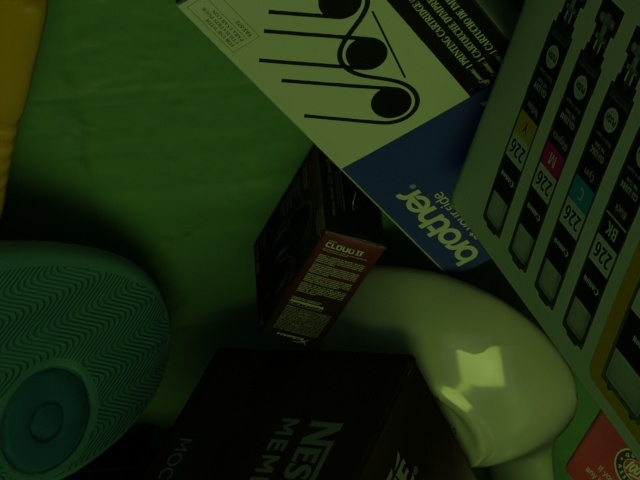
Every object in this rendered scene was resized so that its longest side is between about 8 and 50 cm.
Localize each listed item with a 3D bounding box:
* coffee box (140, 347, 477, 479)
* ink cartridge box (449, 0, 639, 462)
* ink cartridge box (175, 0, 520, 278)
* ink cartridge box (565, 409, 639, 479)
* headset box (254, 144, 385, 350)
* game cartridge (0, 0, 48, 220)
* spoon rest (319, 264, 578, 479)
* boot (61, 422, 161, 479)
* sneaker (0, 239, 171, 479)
[{"bbox_3d":[0.020,0.212,0.775,0.119,0.168,0.297,0,135,34],"label":"coffee box"},{"bbox_3d":[0.176,0.018,0.540,0.130,0.309,0.271,4,121,-25],"label":"ink cartridge box"},{"bbox_3d":[0.039,-0.073,0.667,0.097,0.046,0.207,-28,132,22],"label":"ink cartridge box"},{"bbox_3d":[0.236,0.070,0.717,0.092,0.158,0.218,-10,135,-47],"label":"ink cartridge box"},{"bbox_3d":[0.000,0.000,0.724,0.032,0.062,0.083,15,132,-20],"label":"headset box"},{"bbox_3d":[-0.234,-0.144,0.566,0.285,0.052,0.323,9,132,-14],"label":"game cartridge"},{"bbox_3d":[0.079,0.108,0.824,0.137,0.084,0.276,9,138,28],"label":"spoon rest"},{"bbox_3d":[-0.097,0.149,0.826,0.099,0.121,0.045,8,131,-22],"label":"boot"},{"bbox_3d":[-0.244,0.053,0.725,0.319,0.208,0.127,-13,111,-40],"label":"sneaker"}]
